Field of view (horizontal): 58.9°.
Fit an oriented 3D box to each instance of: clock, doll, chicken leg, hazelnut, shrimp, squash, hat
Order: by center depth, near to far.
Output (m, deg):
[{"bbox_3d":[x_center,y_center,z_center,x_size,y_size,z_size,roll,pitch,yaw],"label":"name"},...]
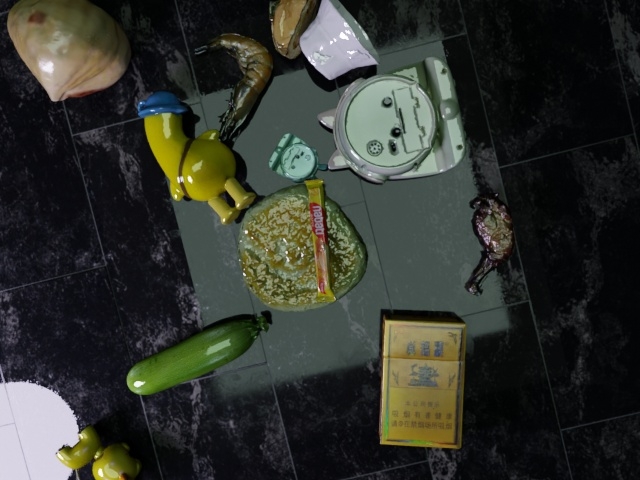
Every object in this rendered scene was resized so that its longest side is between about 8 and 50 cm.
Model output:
[{"bbox_3d":[-0.569,-0.433,1.280,0.261,0.261,0.241,30,94,0],"label":"hazelnut"},{"bbox_3d":[0.031,-0.456,1.307,0.126,0.203,0.203,-34,91,22],"label":"hat"},{"bbox_3d":[0.163,-0.266,1.327,0.324,0.108,0.265,-13,92,2],"label":"clock"},{"bbox_3d":[-0.313,-0.196,1.334,0.199,0.145,0.363,-44,82,15],"label":"doll"},{"bbox_3d":[0.410,0.011,1.363,0.106,0.051,0.253,7,94,8],"label":"chicken leg"},{"bbox_3d":[-0.050,-0.190,1.371,0.135,0.041,0.101,29,93,0],"label":"clock"},{"bbox_3d":[-0.238,-0.379,1.371,0.198,0.051,0.262,26,90,8],"label":"shrimp"},{"bbox_3d":[-0.299,0.279,1.374,0.379,0.101,0.101,-24,92,1],"label":"squash"},{"bbox_3d":[-0.522,0.551,1.380,0.221,0.143,0.135,42,59,1],"label":"doll"}]

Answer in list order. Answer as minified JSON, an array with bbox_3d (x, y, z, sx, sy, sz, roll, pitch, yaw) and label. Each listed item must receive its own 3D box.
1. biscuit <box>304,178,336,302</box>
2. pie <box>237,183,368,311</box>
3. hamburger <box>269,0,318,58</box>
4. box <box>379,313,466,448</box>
[{"bbox_3d":[0.000,0.000,1.319,0.048,0.026,0.292,-4,96,23],"label":"biscuit"},{"bbox_3d":[-0.053,0.028,1.371,0.323,0.070,0.323,0,95,2],"label":"pie"},{"bbox_3d":[-0.069,-0.527,1.342,0.102,0.087,0.176,29,106,22],"label":"hamburger"},{"bbox_3d":[0.242,0.335,1.364,0.193,0.084,0.301,2,93,2],"label":"box"}]
